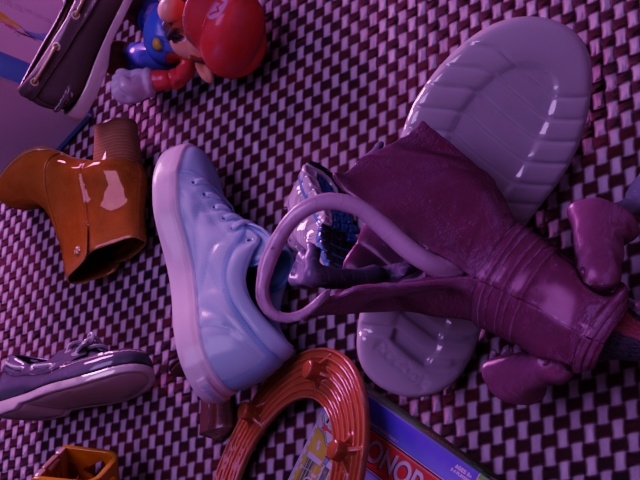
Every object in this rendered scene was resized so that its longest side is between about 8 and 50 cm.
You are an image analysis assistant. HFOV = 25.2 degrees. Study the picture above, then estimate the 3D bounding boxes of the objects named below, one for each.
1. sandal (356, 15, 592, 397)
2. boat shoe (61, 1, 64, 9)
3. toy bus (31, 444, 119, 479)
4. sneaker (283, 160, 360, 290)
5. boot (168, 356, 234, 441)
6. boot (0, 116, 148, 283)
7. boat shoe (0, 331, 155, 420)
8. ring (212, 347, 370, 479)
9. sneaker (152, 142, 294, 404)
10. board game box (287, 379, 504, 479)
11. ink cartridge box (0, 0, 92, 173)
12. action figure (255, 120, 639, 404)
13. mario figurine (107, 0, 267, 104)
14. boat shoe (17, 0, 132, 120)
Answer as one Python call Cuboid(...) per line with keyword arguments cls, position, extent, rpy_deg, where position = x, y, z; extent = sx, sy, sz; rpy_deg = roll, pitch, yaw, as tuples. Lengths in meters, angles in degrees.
Cuboid(cls="sandal", position=(0.141, -0.042, 1.494), extent=(0.102, 0.169, 0.416), rpy_deg=(-84, 19, -85))
Cuboid(cls="boat shoe", position=(-0.333, -0.375, 2.163), extent=(0.183, 0.065, 0.083), rpy_deg=(-45, 48, 25))
Cuboid(cls="toy bus", position=(-0.292, 0.357, 1.780), extent=(0.104, 0.202, 0.190), rpy_deg=(4, 66, 16))
Cuboid(cls="sneaker", position=(0.000, 0.000, 1.665), extent=(0.083, 0.071, 0.190), rpy_deg=(-49, 36, 29))
Cuboid(cls="boot", position=(-0.146, 0.195, 1.755), extent=(0.106, 0.037, 0.114), rpy_deg=(-24, 62, 41))
Cuboid(cls="boot", position=(-0.358, -0.033, 2.019), extent=(0.295, 0.104, 0.211), rpy_deg=(-23, 58, 34))
Cuboid(cls="boat shoe", position=(-0.332, 0.170, 1.898), extent=(0.319, 0.116, 0.099), rpy_deg=(-20, 63, 46))
Cuboid(cls="ring", position=(-0.053, 0.272, 1.556), extent=(0.336, 0.032, 0.336), rpy_deg=(-43, 34, 40))
Cuboid(cls="sneaker", position=(-0.101, 0.019, 1.732), extent=(0.150, 0.135, 0.365), rpy_deg=(-23, 56, 14))
Cuboid(cls="board game box", position=(0.079, 0.299, 1.465), extent=(0.317, 0.046, 0.213), rpy_deg=(30, 97, 48))
Cuboid(cls="ink cartridge box", position=(-0.504, -0.255, 2.193), extent=(0.198, 0.197, 0.270), rpy_deg=(-42, 48, 27))
Cuboid(cls="action figure", position=(0.172, 0.024, 1.308), extent=(0.370, 0.276, 0.248), rpy_deg=(25, 101, 21))
Cuboid(cls="mario figurine", position=(-0.202, -0.294, 1.908), extent=(0.321, 0.170, 0.198), rpy_deg=(5, 112, 55))
Cuboid(cls="boat shoe", position=(-0.315, -0.330, 1.958), extent=(0.324, 0.097, 0.116), rpy_deg=(-69, 23, 2))
